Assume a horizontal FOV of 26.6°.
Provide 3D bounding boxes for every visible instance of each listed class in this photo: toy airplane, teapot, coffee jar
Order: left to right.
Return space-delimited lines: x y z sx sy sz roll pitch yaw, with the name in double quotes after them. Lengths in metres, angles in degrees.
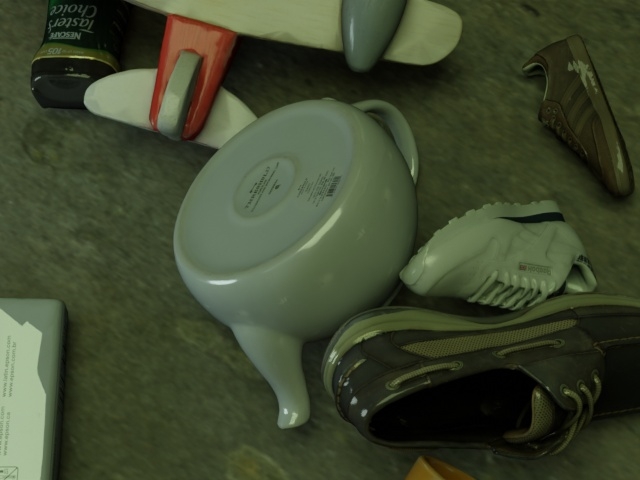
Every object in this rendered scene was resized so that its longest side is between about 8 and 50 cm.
-0.254 -0.228 1.463 0.096 0.079 0.184 2 68 8 "coffee jar"
-0.102 -0.278 1.346 0.386 0.272 0.384 -27 76 -17 "toy airplane"
0.000 0.000 1.288 0.256 0.187 0.252 -37 38 9 "teapot"

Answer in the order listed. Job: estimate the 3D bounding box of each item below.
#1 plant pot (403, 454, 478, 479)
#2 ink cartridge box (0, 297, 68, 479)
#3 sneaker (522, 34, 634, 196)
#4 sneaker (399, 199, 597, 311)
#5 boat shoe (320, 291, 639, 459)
0.119 0.316 1.141 0.205 0.205 0.188 34 91 18 "plant pot"
-0.415 0.212 1.284 0.330 0.071 0.324 1 68 -2 "ink cartridge box"
0.262 -0.118 1.373 0.071 0.066 0.188 -22 60 16 "sneaker"
0.171 0.024 1.249 0.235 0.090 0.095 -12 66 -43 "sneaker"
0.182 0.136 1.194 0.355 0.132 0.130 -4 35 -8 "boat shoe"
